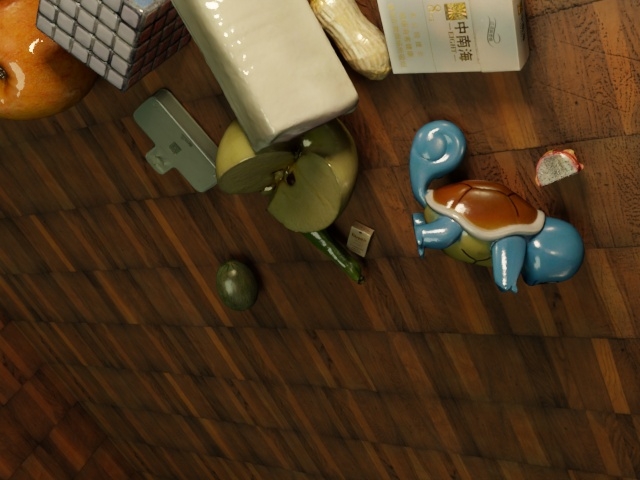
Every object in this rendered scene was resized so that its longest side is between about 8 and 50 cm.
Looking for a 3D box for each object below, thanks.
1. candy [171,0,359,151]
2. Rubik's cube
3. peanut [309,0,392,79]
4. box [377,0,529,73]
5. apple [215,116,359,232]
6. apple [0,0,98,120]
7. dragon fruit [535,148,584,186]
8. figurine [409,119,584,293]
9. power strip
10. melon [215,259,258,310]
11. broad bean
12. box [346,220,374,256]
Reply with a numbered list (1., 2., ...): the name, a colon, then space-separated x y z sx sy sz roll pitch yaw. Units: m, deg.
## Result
1. candy: -0.099 -0.357 1.341 0.359 0.208 0.145 62 162 -7
2. Rubik's cube: -0.398 -0.493 1.474 0.237 0.237 0.238 38 140 0
3. peanut: 0.061 -0.388 1.365 0.207 0.087 0.087 49 139 -13
4. box: 0.231 -0.374 1.272 0.242 0.067 0.155 6 133 32
5. apple: -0.065 -0.174 1.549 0.295 0.234 0.258 22 158 -10
6. apple: -0.690 -0.424 1.724 0.298 0.275 0.299 16 130 20
7. dragon fruit: 0.440 -0.140 1.361 0.083 0.056 0.060 -27 88 40
8. figurine: 0.309 -0.031 1.458 0.416 0.243 0.298 40 -177 0
9. power strip: -0.362 -0.234 1.833 0.193 0.059 0.265 -26 111 42
10. melon: -0.233 0.130 2.053 0.114 0.114 0.167 5 132 32
11. broad bean: 0.004 0.000 1.791 0.318 0.056 0.098 50 163 -15
12. box: 0.095 -0.003 1.761 0.053 0.024 0.083 27 138 11
